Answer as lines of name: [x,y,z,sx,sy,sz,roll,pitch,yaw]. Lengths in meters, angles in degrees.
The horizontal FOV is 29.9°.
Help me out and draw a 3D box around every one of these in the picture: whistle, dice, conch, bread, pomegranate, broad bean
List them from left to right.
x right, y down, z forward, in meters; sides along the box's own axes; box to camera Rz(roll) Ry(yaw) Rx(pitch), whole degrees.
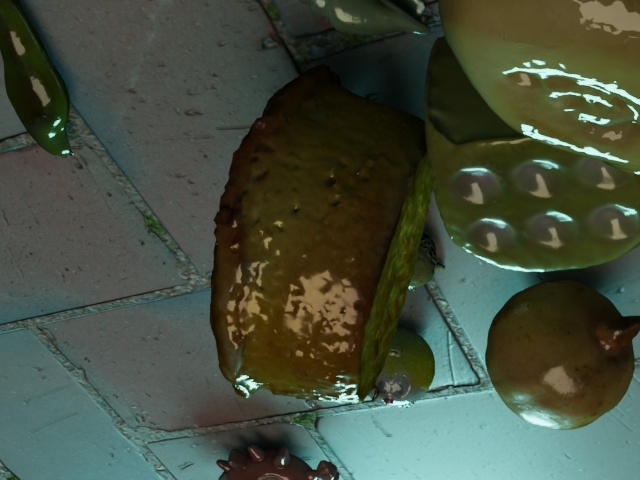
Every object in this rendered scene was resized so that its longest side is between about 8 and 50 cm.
broad bean: [-0.375,-0.229,1.496,0.075,0.067,0.325,-24,130,-6]
bread: [0.000,0.000,1.398,0.215,0.398,0.398,16,138,10]
conch: [0.041,-0.276,1.351,0.180,0.088,0.065,12,-179,-8]
whistle: [0.113,0.212,1.805,0.122,0.123,0.223,6,151,8]
dice: [0.252,-0.117,1.332,0.238,0.233,0.227,-5,135,19]
pomegranate: [0.324,0.156,1.628,0.207,0.207,0.207,7,137,6]
bread: [0.286,-0.279,1.056,0.348,0.376,0.253,28,154,-23]

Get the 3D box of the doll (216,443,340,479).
doll: [-0.077,0.426,2.080,0.261,0.093,0.211,-15,124,30]

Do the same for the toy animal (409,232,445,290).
toy animal: [0.119,0.018,1.629,0.098,0.137,0.098,15,112,40]
